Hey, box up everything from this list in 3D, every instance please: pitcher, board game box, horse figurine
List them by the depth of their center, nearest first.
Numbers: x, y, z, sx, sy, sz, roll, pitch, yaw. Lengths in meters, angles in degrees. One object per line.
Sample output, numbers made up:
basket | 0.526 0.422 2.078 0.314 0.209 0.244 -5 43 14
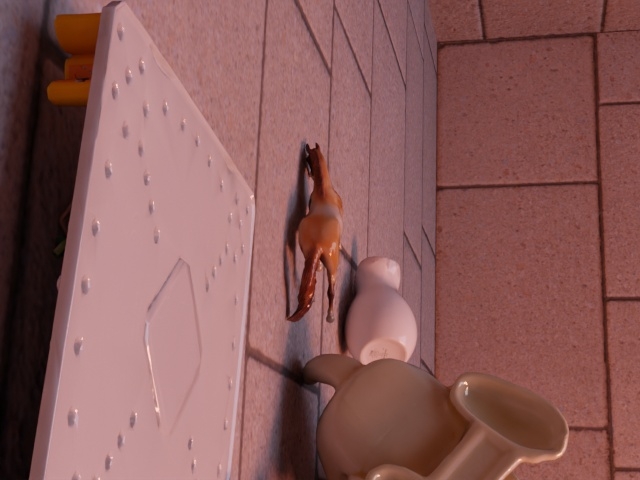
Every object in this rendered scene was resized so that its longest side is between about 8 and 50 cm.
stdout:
board game box | -0.135 0.081 0.779 0.390 0.050 0.389 62 31 -69
horse figurine | 0.000 0.000 1.419 0.263 0.066 0.174 -79 168 -53
pitcher | 0.100 0.156 1.773 0.207 0.126 0.177 -93 -170 -55

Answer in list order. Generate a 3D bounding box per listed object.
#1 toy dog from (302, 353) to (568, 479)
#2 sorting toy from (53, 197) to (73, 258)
toy dog | 0.111 0.375 1.409 0.284 0.395 0.407 -50 156 -34
sorting toy | -0.174 -0.001 0.734 0.083 0.012 0.062 -75 160 -54
